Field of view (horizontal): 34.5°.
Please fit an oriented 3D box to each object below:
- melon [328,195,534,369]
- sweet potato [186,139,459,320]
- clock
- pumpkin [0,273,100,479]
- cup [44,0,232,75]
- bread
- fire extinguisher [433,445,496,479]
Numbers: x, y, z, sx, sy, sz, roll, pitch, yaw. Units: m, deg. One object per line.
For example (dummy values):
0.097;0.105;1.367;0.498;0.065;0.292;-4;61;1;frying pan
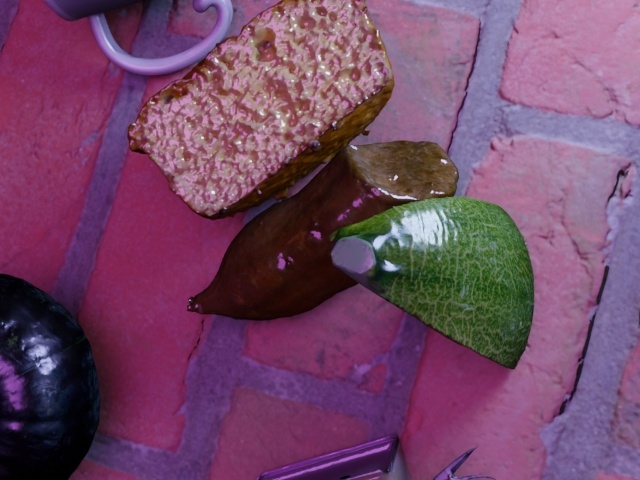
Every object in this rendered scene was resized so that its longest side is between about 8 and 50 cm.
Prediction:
0.142;0.042;1.164;0.124;0.323;0.196;-9;76;32;melon
0.000;0.000;1.281;0.369;0.158;0.158;-38;75;15;sweet potato
0.008;0.305;1.229;0.192;0.147;0.071;-18;92;9;clock
-0.426;0.187;1.303;0.315;0.238;0.315;1;100;8;pumpkin
-0.224;-0.399;1.357;0.274;0.259;0.357;-13;110;10;cup
-0.055;-0.163;1.300;0.340;0.179;0.194;-37;78;2;bread
0.189;0.384;1.203;0.104;0.105;0.269;-22;78;8;fire extinguisher
